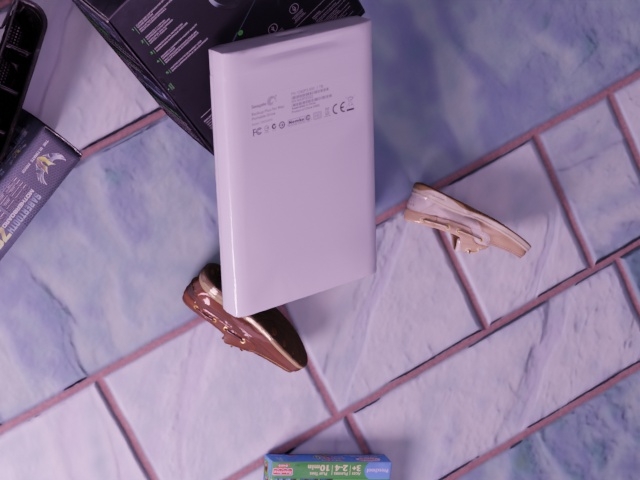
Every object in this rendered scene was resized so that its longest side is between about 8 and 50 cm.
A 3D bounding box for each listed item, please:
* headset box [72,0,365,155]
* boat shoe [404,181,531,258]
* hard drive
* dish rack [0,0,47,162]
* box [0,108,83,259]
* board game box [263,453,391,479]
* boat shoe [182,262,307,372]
[{"bbox_3d":[-0.123,-0.277,1.823,0.246,0.131,0.283,-46,142,-5],"label":"headset box"},{"bbox_3d":[0.180,-0.013,2.075,0.170,0.063,0.059,27,94,-11],"label":"boat shoe"},{"bbox_3d":[-0.026,-0.084,1.875,0.203,0.040,0.307,-17,117,-33],"label":"hard drive"},{"bbox_3d":[-0.452,-0.200,1.796,0.272,0.074,0.208,21,65,-18],"label":"dish rack"},{"bbox_3d":[-0.368,-0.033,1.831,0.059,0.183,0.232,38,87,-21],"label":"box"},{"bbox_3d":[0.001,0.375,2.098,0.160,0.039,0.211,2,100,-18],"label":"board game box"},{"bbox_3d":[-0.091,0.101,2.014,0.178,0.064,0.060,41,117,-18],"label":"boat shoe"}]
